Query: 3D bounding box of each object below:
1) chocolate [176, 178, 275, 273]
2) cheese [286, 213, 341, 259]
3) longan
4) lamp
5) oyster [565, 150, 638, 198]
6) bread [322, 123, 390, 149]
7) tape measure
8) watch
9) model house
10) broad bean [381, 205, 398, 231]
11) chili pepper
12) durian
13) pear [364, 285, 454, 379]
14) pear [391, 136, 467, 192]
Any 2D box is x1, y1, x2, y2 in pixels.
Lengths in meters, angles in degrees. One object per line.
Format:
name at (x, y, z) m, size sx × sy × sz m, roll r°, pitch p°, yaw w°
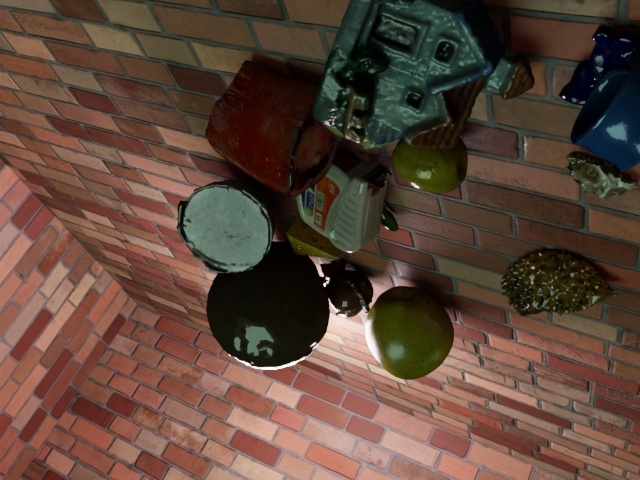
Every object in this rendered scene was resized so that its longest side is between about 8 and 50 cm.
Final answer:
chocolate at (-0.266, -0.072, 2.247) m, size 0.303 × 0.213 × 0.303 m, roll 5°, pitch 114°, yaw 10°
cheese at (0.000, 0.000, 2.236) m, size 0.171 × 0.093 × 0.126 m, roll 17°, pitch 152°, yaw 24°
longan at (-0.177, 0.207, 2.388) m, size 0.404 × 0.404 × 0.435 m, roll 56°, pitch -172°, yaw -44°
lamp at (0.092, 0.164, 2.413) m, size 0.215 × 0.151 × 0.223 m, roll 99°, pitch 153°, yaw -59°
oyster at (0.540, -0.134, 1.418) m, size 0.148 × 0.051 × 0.103 m, roll 26°, pitch 158°, yaw -30°
bread at (0.120, -0.291, 1.509) m, size 0.186 × 0.124 × 0.257 m, roll 38°, pitch 155°, yaw -33°
tape measure at (0.058, -0.117, 1.843) m, size 0.265 × 0.130 × 0.258 m, roll 35°, pitch 143°, yaw 28°
watch at (0.478, -0.216, 1.155) m, size 0.171 × 0.200 × 0.196 m, roll 23°, pitch 152°, yaw 7°
model house at (0.190, -0.275, 1.245) m, size 0.329 × 0.251 × 0.294 m, roll 25°, pitch 117°, yaw 3°
broad bean at (0.155, -0.102, 1.928) m, size 0.069 × 0.039 × 0.226 m, roll 14°, pitch 149°, yaw 32°
chili pepper at (-0.122, -0.269, 1.680) m, size 0.305 × 0.229 × 0.251 m, roll 28°, pitch 125°, yaw 16°
durian at (0.557, 0.124, 1.828) m, size 0.191 × 0.112 × 0.341 m, roll 35°, pitch 158°, yaw -16°
pear at (0.276, 0.292, 2.279) m, size 0.294 × 0.294 × 0.294 m, roll 25°, pitch 155°, yaw 12°
pear at (0.236, -0.177, 1.564) m, size 0.162 × 0.148 × 0.149 m, roll 23°, pitch 155°, yaw 25°
